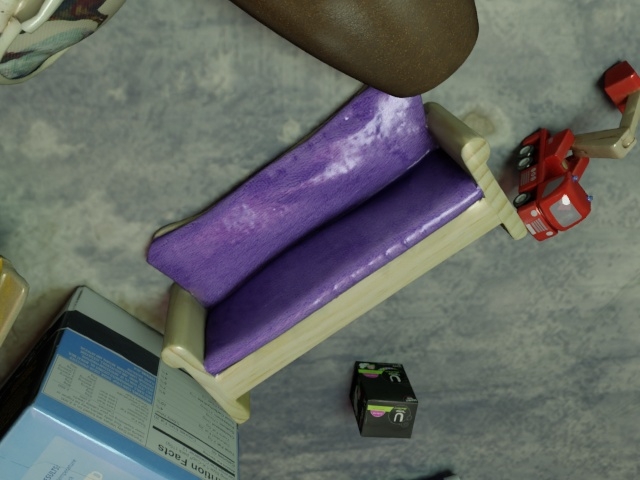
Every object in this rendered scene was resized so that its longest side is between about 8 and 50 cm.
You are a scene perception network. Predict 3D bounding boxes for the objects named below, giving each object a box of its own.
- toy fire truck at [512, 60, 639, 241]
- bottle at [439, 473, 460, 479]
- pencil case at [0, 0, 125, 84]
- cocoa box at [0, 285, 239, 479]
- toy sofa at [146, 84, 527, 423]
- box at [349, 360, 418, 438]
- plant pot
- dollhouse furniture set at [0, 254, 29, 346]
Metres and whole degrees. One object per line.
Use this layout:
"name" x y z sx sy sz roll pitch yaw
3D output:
"toy fire truck" 0.270 -0.092 0.725 0.135 0.192 0.047 -28 116 36
"bottle" 0.061 0.387 0.923 0.282 0.092 0.118 -25 114 3
"pencil case" -0.247 -0.270 0.333 0.160 0.183 0.410 -45 111 -7
"cocoa box" -0.274 0.276 0.756 0.231 0.228 0.347 36 104 -20
"toy sofa" 0.000 0.000 0.721 0.362 0.150 0.177 -34 114 7
"box" 0.073 0.188 0.845 0.062 0.083 0.052 5 112 -9
"plant pot" 0.033 -0.237 0.613 0.215 0.215 0.230 -43 127 10
"dollhouse furniture set" -0.344 0.149 0.529 0.197 0.151 0.302 21 100 -54
